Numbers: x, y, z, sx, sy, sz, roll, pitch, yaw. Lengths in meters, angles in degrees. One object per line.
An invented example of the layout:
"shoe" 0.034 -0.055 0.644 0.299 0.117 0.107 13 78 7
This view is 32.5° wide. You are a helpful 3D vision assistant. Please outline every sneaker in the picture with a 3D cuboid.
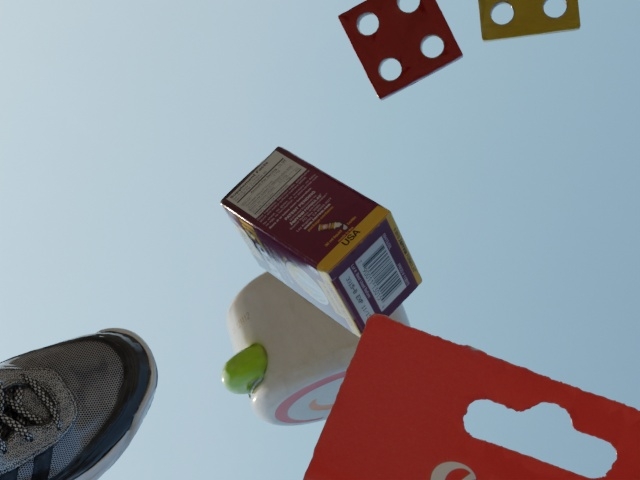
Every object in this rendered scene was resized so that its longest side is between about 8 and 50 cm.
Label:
"sneaker" -0.213 0.116 0.654 0.268 0.153 0.101 -28 -109 -23

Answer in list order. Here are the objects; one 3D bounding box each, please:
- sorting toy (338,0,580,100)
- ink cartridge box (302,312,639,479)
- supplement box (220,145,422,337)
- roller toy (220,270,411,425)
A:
"sorting toy" 0.029 -0.202 0.544 0.132 0.275 0.046 -30 176 12
"ink cartridge box" 0.062 0.166 0.444 0.056 0.181 0.225 -116 -133 -76
"supplement box" 0.000 0.000 0.520 0.043 0.055 0.083 -44 -134 -14
"roller toy" 0.000 0.101 1.193 0.191 0.209 0.146 -28 -115 16
